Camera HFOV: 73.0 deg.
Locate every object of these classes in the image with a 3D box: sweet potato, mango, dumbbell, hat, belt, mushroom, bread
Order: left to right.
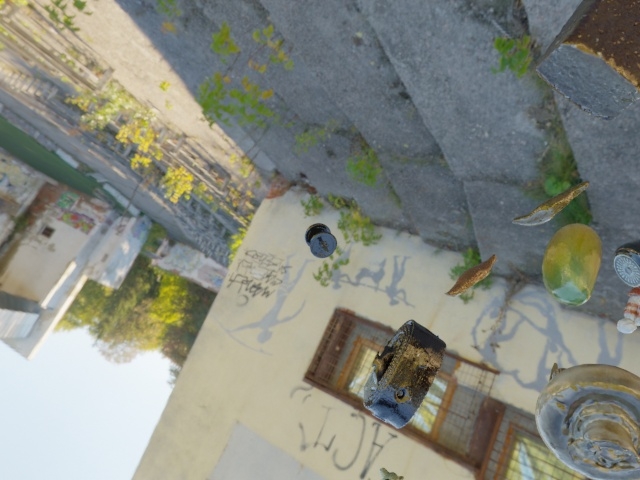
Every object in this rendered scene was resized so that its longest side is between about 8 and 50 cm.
[{"bbox_3d":[0.000,0.000,1.048,0.069,0.069,0.147,34,-169,-26],"label":"dumbbell"},{"bbox_3d":[0.225,0.369,1.237,0.164,0.289,0.184,33,163,-3],"label":"belt"},{"bbox_3d":[0.607,0.148,1.753,0.072,0.314,0.066,15,128,59],"label":"sweet potato"},{"bbox_3d":[0.728,-0.107,1.352,0.059,0.249,0.069,52,-160,-5],"label":"sweet potato"},{"bbox_3d":[0.507,0.049,0.871,0.091,0.195,0.130,25,134,2],"label":"mango"},{"bbox_3d":[0.533,0.349,0.821,0.226,0.227,0.178,18,-165,29],"label":"mushroom"},{"bbox_3d":[0.551,-0.395,0.799,0.165,0.417,0.113,38,154,6],"label":"bread"},{"bbox_3d":[1.031,0.235,1.407,0.093,0.163,0.112,30,178,4],"label":"hat"}]

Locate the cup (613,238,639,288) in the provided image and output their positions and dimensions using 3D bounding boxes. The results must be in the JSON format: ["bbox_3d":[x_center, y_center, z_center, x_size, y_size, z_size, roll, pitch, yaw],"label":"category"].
[{"bbox_3d":[1.114,0.065,1.434,0.176,0.169,0.223,-19,164,-3],"label":"cup"}]

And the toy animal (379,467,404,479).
[{"bbox_3d":[0.179,0.614,0.954,0.121,0.094,0.225,30,-169,-33],"label":"toy animal"}]

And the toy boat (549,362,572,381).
[{"bbox_3d":[0.721,0.463,1.268,0.089,0.116,0.310,9,-159,25],"label":"toy boat"}]
